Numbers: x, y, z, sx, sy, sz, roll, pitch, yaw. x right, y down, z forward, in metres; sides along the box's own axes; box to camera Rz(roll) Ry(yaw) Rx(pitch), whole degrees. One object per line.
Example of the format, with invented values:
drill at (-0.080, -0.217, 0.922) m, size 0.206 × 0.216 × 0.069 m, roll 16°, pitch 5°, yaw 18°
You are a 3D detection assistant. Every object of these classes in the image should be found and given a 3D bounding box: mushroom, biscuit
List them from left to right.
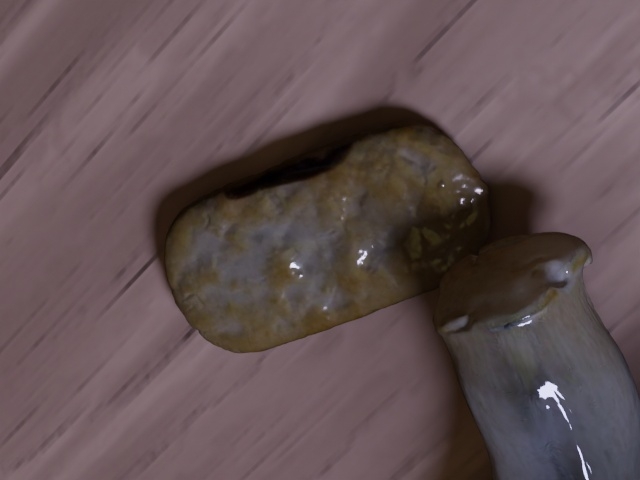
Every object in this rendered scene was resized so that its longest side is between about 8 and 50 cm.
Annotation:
biscuit at (0.000, 0.000, 0.761) m, size 0.147 × 0.018 × 0.071 m, roll -21°, pitch 101°, yaw 23°
mushroom at (0.085, 0.133, 0.738) m, size 0.096 × 0.099 × 0.278 m, roll 3°, pitch 104°, yaw 4°
